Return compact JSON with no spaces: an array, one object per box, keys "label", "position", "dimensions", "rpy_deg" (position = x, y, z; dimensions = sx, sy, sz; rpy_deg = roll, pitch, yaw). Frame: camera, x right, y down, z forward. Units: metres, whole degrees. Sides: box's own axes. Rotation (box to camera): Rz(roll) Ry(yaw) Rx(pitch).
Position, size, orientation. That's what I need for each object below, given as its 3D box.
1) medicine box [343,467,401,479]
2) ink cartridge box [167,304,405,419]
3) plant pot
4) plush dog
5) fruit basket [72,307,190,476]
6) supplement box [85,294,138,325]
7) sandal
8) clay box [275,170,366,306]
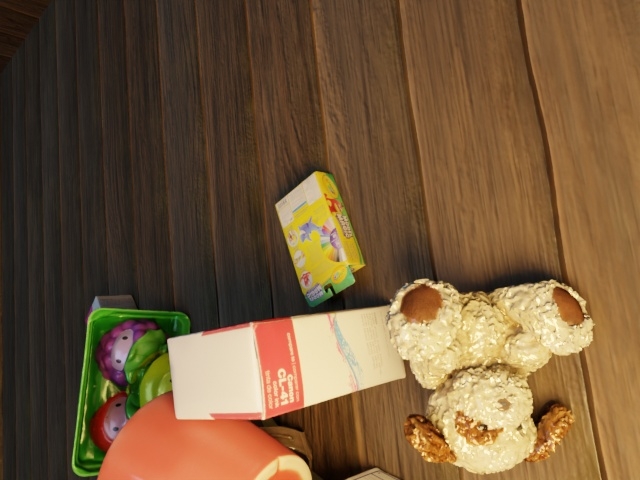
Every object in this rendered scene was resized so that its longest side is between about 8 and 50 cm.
[{"label":"medicine box","position":[0.082,0.454,0.689],"dimensions":[0.264,0.289,0.149],"rpy_deg":[7,92,45]},{"label":"ink cartridge box","position":[-0.047,0.187,0.821],"dimensions":[0.226,0.306,0.131],"rpy_deg":[-20,74,43]},{"label":"plant pot","position":[-0.163,0.396,0.810],"dimensions":[0.243,0.275,0.274],"rpy_deg":[6,92,34]},{"label":"plush dog","position":[0.196,0.179,0.670],"dimensions":[0.210,0.263,0.225],"rpy_deg":[120,150,-69]},{"label":"fruit basket","position":[-0.401,0.343,1.206],"dimensions":[0.392,0.283,0.391],"rpy_deg":[-18,68,53]},{"label":"supplement box","position":[-0.569,0.270,1.472],"dimensions":[0.220,0.114,0.111],"rpy_deg":[53,123,31]},{"label":"sandal","position":[-0.080,0.377,0.984],"dimensions":[0.303,0.120,0.086],"rpy_deg":[36,99,40]},{"label":"clay box","position":[0.000,0.000,0.963],"dimensions":[0.127,0.053,0.222],"rpy_deg":[-35,65,38]}]
